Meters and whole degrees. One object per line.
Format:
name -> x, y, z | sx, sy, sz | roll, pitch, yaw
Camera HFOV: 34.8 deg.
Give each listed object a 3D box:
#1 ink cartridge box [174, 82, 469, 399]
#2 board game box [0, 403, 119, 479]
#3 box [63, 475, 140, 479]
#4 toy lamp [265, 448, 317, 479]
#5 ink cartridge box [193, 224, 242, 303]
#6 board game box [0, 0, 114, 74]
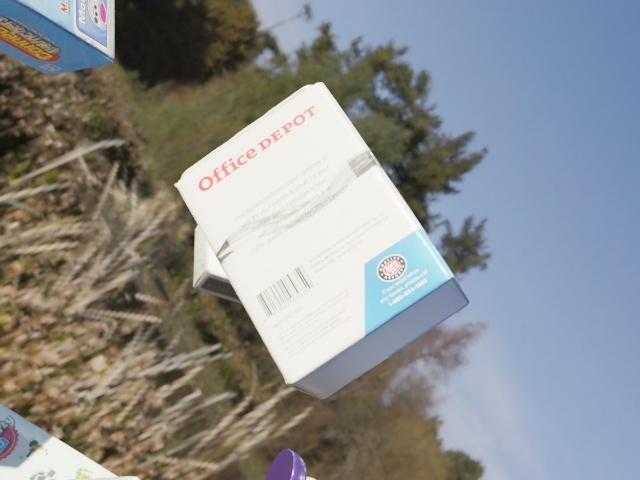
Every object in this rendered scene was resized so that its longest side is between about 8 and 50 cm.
ink cartridge box -> 0.000, 0.000, 1.236 | 0.307, 0.223, 0.129 | 58, 7, 24
board game box -> -0.396, 0.331, 1.405 | 0.303, 0.097, 0.224 | 25, -30, 22
box -> -0.209, 0.283, 0.781 | 0.182, 0.181, 0.119 | -21, -77, 55
toy lamp -> 0.064, 0.332, 1.249 | 0.275, 0.080, 0.080 | 27, 11, -21
ink cartridge box -> -0.079, 0.013, 1.723 | 0.060, 0.275, 0.238 | -49, -148, 38
board game box -> -0.306, -0.347, 0.933 | 0.302, 0.086, 0.308 | 26, 60, -65
